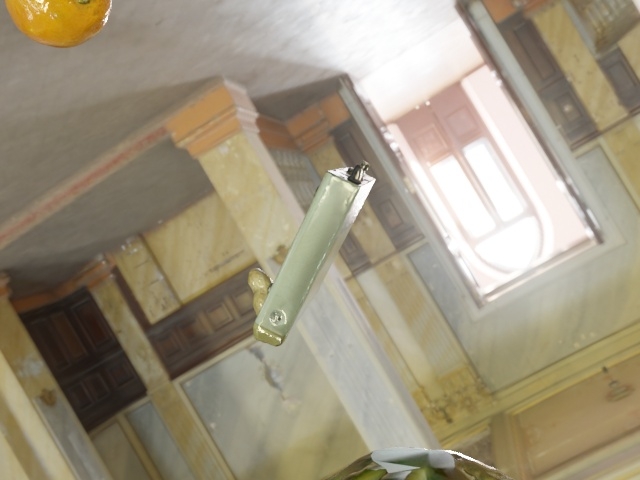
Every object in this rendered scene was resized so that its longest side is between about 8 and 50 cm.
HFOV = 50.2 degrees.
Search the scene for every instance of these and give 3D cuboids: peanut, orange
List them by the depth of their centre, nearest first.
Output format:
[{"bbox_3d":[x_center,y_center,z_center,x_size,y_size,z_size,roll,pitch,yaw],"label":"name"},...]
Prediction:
[{"bbox_3d":[-0.208,-0.195,0.545,0.084,0.083,0.083,-31,179,-1],"label":"orange"},{"bbox_3d":[-0.080,0.077,0.959,0.037,0.083,0.037,-17,158,-7],"label":"peanut"}]

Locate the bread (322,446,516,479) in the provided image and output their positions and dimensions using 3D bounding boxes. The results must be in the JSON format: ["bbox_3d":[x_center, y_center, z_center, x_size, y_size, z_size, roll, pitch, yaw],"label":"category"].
[{"bbox_3d":[0.072,0.254,0.533,0.261,0.158,0.156,-8,173,12],"label":"bread"}]

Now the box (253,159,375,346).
[{"bbox_3d":[0.000,0.000,0.804,0.210,0.045,0.270,-64,176,11],"label":"box"}]
